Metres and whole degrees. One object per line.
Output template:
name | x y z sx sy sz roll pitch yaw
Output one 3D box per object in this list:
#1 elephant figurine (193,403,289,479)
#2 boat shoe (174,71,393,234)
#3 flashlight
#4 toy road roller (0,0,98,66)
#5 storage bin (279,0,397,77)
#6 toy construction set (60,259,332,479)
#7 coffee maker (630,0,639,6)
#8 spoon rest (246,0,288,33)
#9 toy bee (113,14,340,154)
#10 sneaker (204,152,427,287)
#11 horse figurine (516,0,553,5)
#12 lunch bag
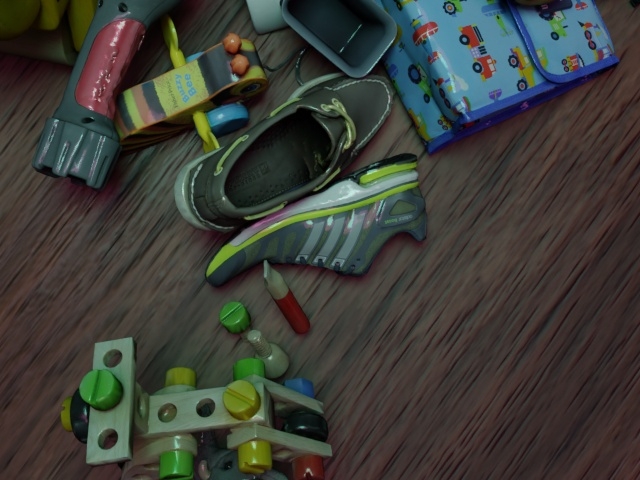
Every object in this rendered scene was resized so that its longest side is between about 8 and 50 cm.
elephant figurine | -0.085 0.326 0.875 0.186 0.169 0.240 25 68 -28
boat shoe | -0.017 -0.113 0.862 0.324 0.096 0.117 -34 108 -31
flashlight | -0.223 -0.207 0.827 0.103 0.103 0.304 19 84 -13
toy road roller | -0.359 -0.284 0.790 0.202 0.330 0.241 11 60 0
storage bin | 0.016 -0.277 0.896 0.135 0.091 0.098 35 100 -26
toy construction set | -0.120 0.154 0.784 0.257 0.237 0.309 9 58 25
coffee maker | 0.427 -0.433 0.941 0.171 0.120 0.178 -40 88 -2
spoon rest | -0.096 -0.410 0.940 0.137 0.084 0.277 -16 88 9
toy bee | -0.133 -0.201 0.894 0.298 0.162 0.195 -42 87 -3
sneaker | 0.000 0.000 0.914 0.299 0.111 0.121 -23 96 2
horse figurine | 0.264 -0.348 0.875 0.263 0.066 0.174 -37 89 -32
lunch bag | 0.231 -0.276 0.939 0.293 0.138 0.221 -25 86 -16
